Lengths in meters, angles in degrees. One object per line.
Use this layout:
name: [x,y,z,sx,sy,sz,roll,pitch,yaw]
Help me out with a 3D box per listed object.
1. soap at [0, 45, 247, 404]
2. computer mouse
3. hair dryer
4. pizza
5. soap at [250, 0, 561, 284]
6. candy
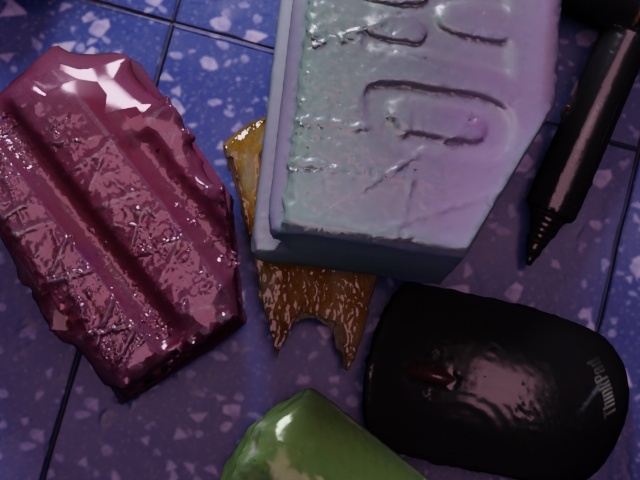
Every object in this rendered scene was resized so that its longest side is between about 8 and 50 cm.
soap: [-0.202,-0.027,1.420,0.220,0.127,0.325,-35,85,-8]
computer mouse: [0.176,0.146,1.436,0.269,0.100,0.170,13,80,-2]
hair dryer: [0.262,-0.145,1.487,0.189,0.107,0.352,25,87,2]
pizza: [0.000,0.000,1.462,0.181,0.034,0.262,-5,85,-19]
soap: [0.090,-0.189,1.411,0.261,0.156,0.446,8,75,-7]
candy: [0.061,0.290,1.400,0.343,0.132,0.142,42,53,0]
